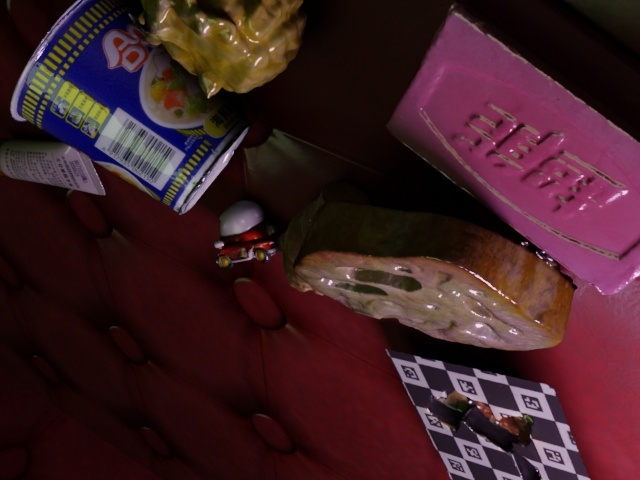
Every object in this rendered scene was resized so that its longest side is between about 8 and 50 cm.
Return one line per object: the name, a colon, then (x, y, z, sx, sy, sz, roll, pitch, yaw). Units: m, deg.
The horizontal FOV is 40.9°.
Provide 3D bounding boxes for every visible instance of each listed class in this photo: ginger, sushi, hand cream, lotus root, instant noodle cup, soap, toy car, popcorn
ginger: (0.000, 0.000, 1.432, 0.116, 0.109, 0.263, 60, 149, 21)
sushi: (0.319, 0.325, 1.490, 0.343, 0.064, 0.359, 6, 132, 47)
hand cream: (-0.610, -0.175, 1.883, 0.314, 0.089, 0.140, 13, 136, 30)
lotus root: (0.158, 0.049, 1.197, 0.390, 0.111, 0.375, 18, 162, 4)
instant noodle cup: (-0.289, -0.211, 1.396, 0.312, 0.284, 0.284, 38, 146, -5)
soap: (0.277, -0.127, 1.009, 0.359, 0.128, 0.233, 38, 145, 7)
toy car: (-0.130, -0.018, 1.560, 0.139, 0.112, 0.112, -8, 105, 37)
popcorn: (-0.140, -0.312, 1.151, 0.249, 0.225, 0.249, 25, 145, 19)
